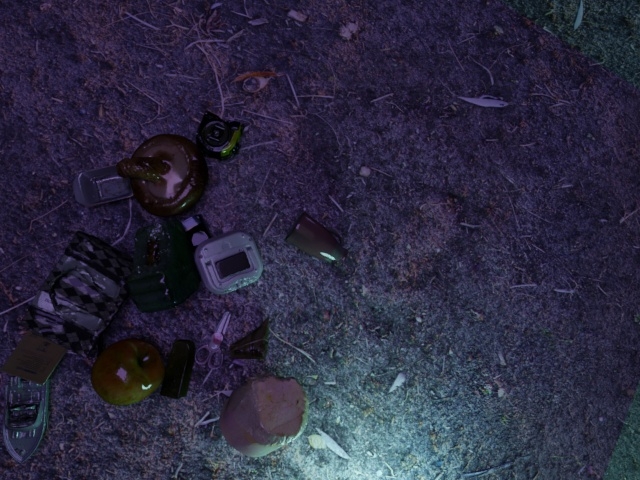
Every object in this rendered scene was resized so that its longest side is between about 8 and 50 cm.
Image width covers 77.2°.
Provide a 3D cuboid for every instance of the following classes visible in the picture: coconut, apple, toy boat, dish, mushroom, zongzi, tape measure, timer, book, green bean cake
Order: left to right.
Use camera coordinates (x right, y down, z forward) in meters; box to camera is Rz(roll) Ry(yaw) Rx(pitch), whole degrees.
[{"bbox_3d":[-1.114,0.668,1.513,0.141,0.092,0.320,0,82,-13],"label":"toy boat"},{"bbox_3d":[-1.090,0.438,1.547,0.167,0.013,0.192,21,54,-5],"label":"book"},{"bbox_3d":[-0.902,-0.223,1.678,0.234,0.064,0.154,-15,85,-11],"label":"dish"},{"bbox_3d":[-0.740,0.505,1.540,0.226,0.246,0.246,-35,88,19],"label":"apple"},{"bbox_3d":[-0.605,0.090,1.521,0.169,0.300,0.308,-12,97,5],"label":"green bean cake"},{"bbox_3d":[-0.627,-0.274,1.661,0.344,0.239,0.346,-3,104,-12],"label":"mushroom"},{"bbox_3d":[-0.443,-0.450,1.751,0.198,0.112,0.186,17,82,-4],"label":"tape measure"},{"bbox_3d":[-0.375,0.087,1.665,0.261,0.087,0.237,-22,93,-25],"label":"timer"},{"bbox_3d":[-0.309,0.407,1.684,0.188,0.081,0.178,-2,61,6],"label":"zongzi"},{"bbox_3d":[-0.221,0.663,1.542,0.297,0.309,0.298,21,47,-24],"label":"coconut"}]

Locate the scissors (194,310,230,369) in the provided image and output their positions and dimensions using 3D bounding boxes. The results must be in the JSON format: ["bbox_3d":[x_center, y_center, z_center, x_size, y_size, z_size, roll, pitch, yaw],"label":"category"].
[{"bbox_3d":[-0.429,0.410,1.673,0.118,0.030,0.242,23,82,-4],"label":"scissors"}]

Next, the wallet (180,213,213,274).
[{"bbox_3d":[-0.526,0.018,1.695,0.170,0.069,0.231,-29,90,-13],"label":"wallet"}]

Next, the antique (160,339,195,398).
[{"bbox_3d":[-0.564,0.509,1.611,0.081,0.080,0.221,10,80,7],"label":"antique"}]

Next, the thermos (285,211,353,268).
[{"bbox_3d":[0.000,0.000,1.743,0.265,0.146,0.176,33,54,-10],"label":"thermos"}]

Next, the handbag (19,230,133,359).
[{"bbox_3d":[-0.895,0.219,1.556,0.316,0.180,0.416,29,83,5],"label":"handbag"}]
